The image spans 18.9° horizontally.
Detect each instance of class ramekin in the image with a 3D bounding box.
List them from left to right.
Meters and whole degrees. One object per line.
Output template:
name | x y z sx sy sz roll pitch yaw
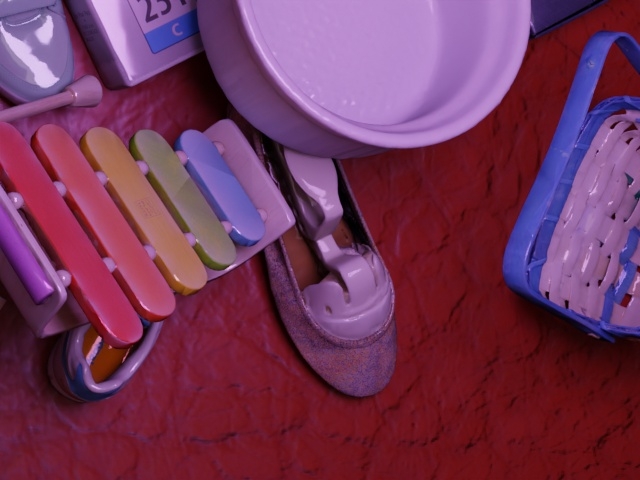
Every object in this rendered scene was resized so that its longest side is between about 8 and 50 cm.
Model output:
ramekin | 0.029 -0.201 1.638 0.277 0.135 0.277 5 78 -24

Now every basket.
basket | 0.284 -0.022 1.774 0.289 0.201 0.255 39 72 -49

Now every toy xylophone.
toy xylophone | -0.175 -0.035 1.551 0.236 0.081 0.322 52 35 4

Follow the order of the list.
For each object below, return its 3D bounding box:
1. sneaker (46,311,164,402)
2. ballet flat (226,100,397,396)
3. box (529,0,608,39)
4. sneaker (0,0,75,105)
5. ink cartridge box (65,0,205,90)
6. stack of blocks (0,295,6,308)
sneaker | -0.157 0.037 1.667 0.087 0.092 0.229 26 78 -18
ballet flat | 0.000 0.000 1.725 0.107 0.106 0.316 -27 99 -20
box | 0.218 -0.332 1.846 0.183 0.059 0.233 -28 99 -19
sneaker | -0.260 -0.232 1.598 0.094 0.151 0.256 -23 99 -23
ink cartridge box | -0.111 -0.313 1.708 0.296 0.066 0.261 -30 101 -20
stack of blocks | -0.338 0.031 1.482 0.171 0.297 0.087 37 75 -16
